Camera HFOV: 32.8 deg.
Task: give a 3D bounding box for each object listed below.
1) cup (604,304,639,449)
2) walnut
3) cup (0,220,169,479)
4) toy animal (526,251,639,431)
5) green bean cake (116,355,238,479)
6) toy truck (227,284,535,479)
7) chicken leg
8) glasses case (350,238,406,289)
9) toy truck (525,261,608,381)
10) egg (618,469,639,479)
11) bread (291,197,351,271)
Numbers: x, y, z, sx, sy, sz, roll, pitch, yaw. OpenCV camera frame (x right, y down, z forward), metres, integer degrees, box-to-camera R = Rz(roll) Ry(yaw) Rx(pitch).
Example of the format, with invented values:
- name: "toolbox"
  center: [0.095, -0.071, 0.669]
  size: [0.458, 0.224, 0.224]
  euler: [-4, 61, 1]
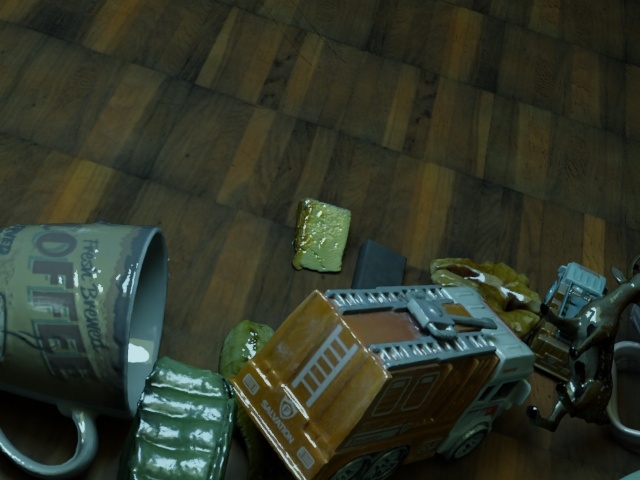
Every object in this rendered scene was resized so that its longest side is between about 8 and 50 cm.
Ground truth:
- name: "cup"
  center: [0.538, 0.174, 1.472]
  size: [0.288, 0.208, 0.273]
  euler: [6, 47, -15]
- name: "walnut"
  center: [0.227, 0.088, 1.546]
  size: [0.170, 0.069, 0.143]
  euler: [19, 42, 5]
- name: "cup"
  center: [-0.326, 0.121, 1.259]
  size: [0.256, 0.227, 0.301]
  euler: [5, 74, 3]
- name: "toy animal"
  center: [0.361, 0.123, 1.397]
  size: [0.087, 0.244, 0.260]
  euler: [29, 21, 37]
- name: "green bean cake"
  center: [-0.160, 0.262, 1.129]
  size: [0.124, 0.227, 0.223]
  euler: [13, 44, -4]
- name: "toy truck"
  center: [0.098, 0.152, 1.272]
  size: [0.387, 0.207, 0.173]
  euler: [1, 42, -52]
- name: "chicken leg"
  center: [-0.066, 0.207, 1.318]
  size: [0.088, 0.103, 0.228]
  euler: [-22, 68, 18]
- name: "glasses case"
  center: [0.074, 0.083, 1.517]
  size: [0.072, 0.042, 0.191]
  euler: [22, 44, -7]
- name: "toy truck"
  center: [0.358, 0.101, 1.546]
  size: [0.080, 0.115, 0.178]
  euler: [26, 43, 7]
- name: "egg"
  center: [0.354, 0.398, 1.175]
  size: [0.230, 0.230, 0.371]
  euler: [35, 51, 15]
- name: "bread"
  center: [0.000, 0.000, 1.591]
  size: [0.084, 0.080, 0.109]
  euler: [12, 80, -8]
